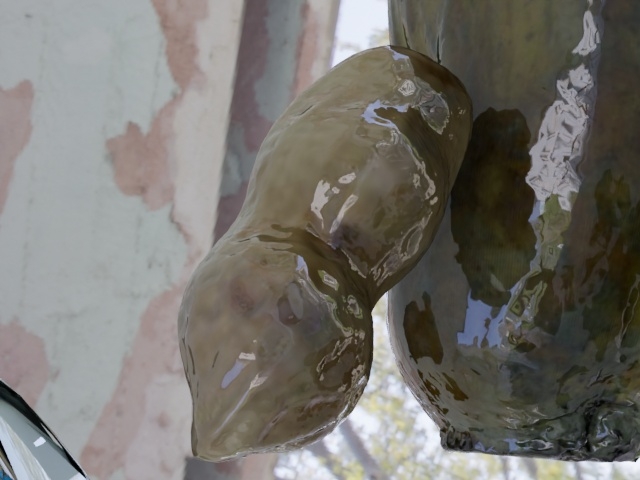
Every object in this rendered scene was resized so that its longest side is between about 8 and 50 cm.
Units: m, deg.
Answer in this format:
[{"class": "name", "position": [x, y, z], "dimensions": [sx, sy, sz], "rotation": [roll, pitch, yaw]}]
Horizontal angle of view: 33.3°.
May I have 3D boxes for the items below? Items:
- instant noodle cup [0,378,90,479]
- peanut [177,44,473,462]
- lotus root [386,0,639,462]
[{"class": "instant noodle cup", "position": [-0.271, 0.195, 0.733], "dimensions": [0.178, 0.240, 0.240], "rotation": [-41, -35, -6]}, {"class": "peanut", "position": [0.001, 0.001, 0.443], "dimensions": [0.104, 0.085, 0.228], "rotation": [-44, 14, 49]}, {"class": "lotus root", "position": [0.146, -0.043, 0.608], "dimensions": [0.250, 0.250, 0.346], "rotation": [11, -94, -61]}]
